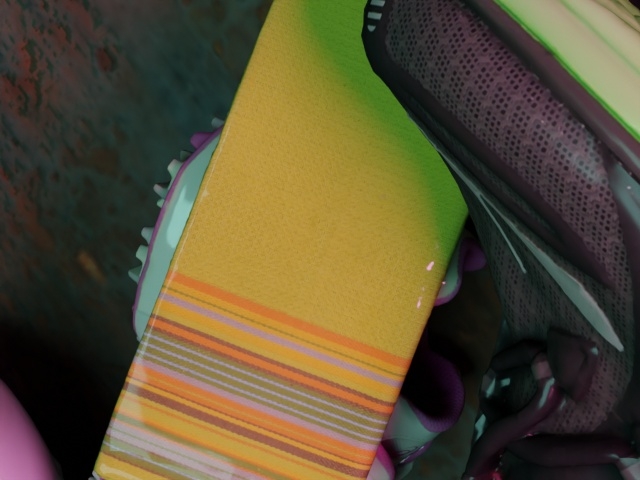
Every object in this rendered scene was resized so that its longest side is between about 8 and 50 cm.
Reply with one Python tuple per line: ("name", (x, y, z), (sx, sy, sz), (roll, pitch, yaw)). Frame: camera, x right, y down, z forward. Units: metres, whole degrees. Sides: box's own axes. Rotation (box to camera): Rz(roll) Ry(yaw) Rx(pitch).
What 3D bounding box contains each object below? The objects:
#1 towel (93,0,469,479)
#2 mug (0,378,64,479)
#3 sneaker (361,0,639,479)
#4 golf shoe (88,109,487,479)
("towel", (0.000, 0.000, 0.770), (0.102, 0.021, 0.237), (21, 97, -2))
("mug", (-0.227, 0.240, 0.909), (0.276, 0.374, 0.328), (0, 113, -7))
("sneaker", (0.124, 0.113, 0.711), (0.202, 0.185, 0.482), (-25, 100, 5))
("golf shoe", (-0.019, 0.093, 0.863), (0.140, 0.115, 0.306), (22, 123, 15))
